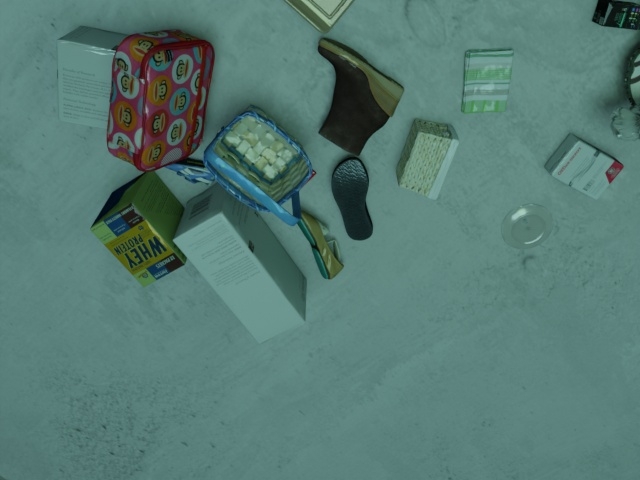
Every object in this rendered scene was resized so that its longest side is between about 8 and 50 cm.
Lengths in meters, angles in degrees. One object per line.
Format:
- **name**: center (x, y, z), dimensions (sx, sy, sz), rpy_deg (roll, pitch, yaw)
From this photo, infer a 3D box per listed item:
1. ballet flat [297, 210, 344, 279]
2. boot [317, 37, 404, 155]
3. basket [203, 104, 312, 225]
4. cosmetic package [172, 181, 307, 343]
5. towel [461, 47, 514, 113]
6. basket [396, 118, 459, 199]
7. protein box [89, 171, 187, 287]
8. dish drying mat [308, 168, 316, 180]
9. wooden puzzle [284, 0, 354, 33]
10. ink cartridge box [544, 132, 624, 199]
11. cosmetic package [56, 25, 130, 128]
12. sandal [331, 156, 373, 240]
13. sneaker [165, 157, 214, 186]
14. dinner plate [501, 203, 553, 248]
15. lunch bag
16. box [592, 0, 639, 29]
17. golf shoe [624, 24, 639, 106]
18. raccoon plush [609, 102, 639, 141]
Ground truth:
- **ballet flat**: center (0.000, 0.000, 1.692), dimensions (0.073, 0.080, 0.232), rpy_deg (-32, 122, -14)
- **boot**: center (0.053, -0.332, 1.472), dimensions (0.248, 0.090, 0.207), rpy_deg (30, 114, -21)
- **basket**: center (-0.142, -0.171, 1.450), dimensions (0.254, 0.289, 0.201), rpy_deg (41, 107, -18)
- **cosmetic package**: center (-0.196, 0.055, 1.631), dimensions (0.156, 0.217, 0.385), rpy_deg (-29, 118, 16)
- **towel**: center (0.398, -0.377, 1.487), dimensions (0.113, 0.023, 0.152), rpy_deg (-2, 121, 2)
- **basket**: center (0.259, -0.203, 1.538), dimensions (0.103, 0.113, 0.167), rpy_deg (14, 119, -6)
- **protein box**: center (-0.439, -0.034, 1.582), dimensions (0.135, 0.200, 0.201), rpy_deg (-28, 117, 16)
- **dish drying mat**: center (-0.049, -0.157, 1.623), dimensions (0.032, 0.008, 0.083), rpy_deg (39, 113, -21)
- **wooden puzzle**: center (0.004, -0.608, 1.341), dimensions (0.221, 0.044, 0.239), rpy_deg (36, 109, -19)
- **ink cartridge box**: center (0.664, -0.187, 1.577), dimensions (0.150, 0.063, 0.109), rpy_deg (25, 118, -14)
- **cosmetic package**: center (-0.495, -0.367, 1.413), dimensions (0.151, 0.151, 0.184), rpy_deg (9, 119, -5)
- **sandal**: center (0.084, -0.111, 1.633), dimensions (0.097, 0.055, 0.255), rpy_deg (-2, 130, 9)
- **sneaker**: center (-0.335, -0.175, 1.585), dimensions (0.144, 0.053, 0.059), rpy_deg (14, 122, -7)
- **dinner plate**: center (0.564, -0.034, 1.696), dimensions (0.141, 0.017, 0.141), rpy_deg (0, 119, 0)
- **lunch bag**: center (-0.342, -0.316, 1.394), dimensions (0.120, 0.258, 0.293), rpy_deg (28, 123, 19)
- **box**: center (0.664, -0.504, 1.390), dimensions (0.083, 0.062, 0.052), rpy_deg (4, 119, -3)
- **golf shoe**: center (0.770, -0.414, 1.397), dimensions (0.105, 0.120, 0.273), rpy_deg (-22, 127, -27)
- **raccoon plush**: center (0.918, -0.314, 1.430), dimensions (0.446, 0.216, 0.299), rpy_deg (-7, 163, 32)
